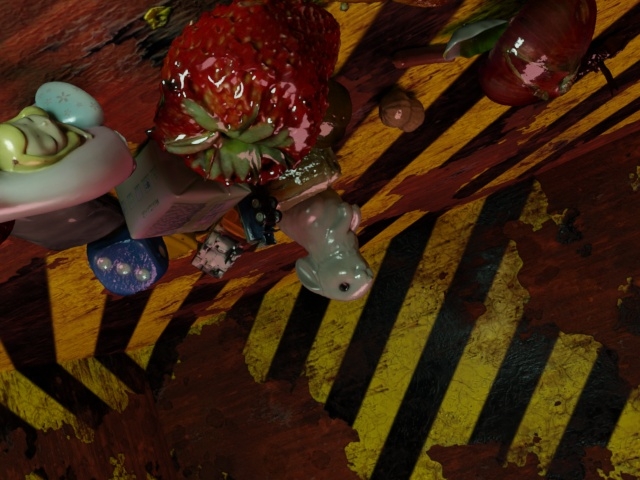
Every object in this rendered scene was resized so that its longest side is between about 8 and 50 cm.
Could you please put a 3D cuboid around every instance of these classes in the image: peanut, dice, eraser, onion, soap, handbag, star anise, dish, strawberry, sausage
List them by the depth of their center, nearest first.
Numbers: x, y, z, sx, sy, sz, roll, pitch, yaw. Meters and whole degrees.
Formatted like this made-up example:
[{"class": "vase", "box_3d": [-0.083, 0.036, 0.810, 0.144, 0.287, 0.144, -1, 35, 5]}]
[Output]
[{"class": "strawberry", "box_3d": [-0.102, -0.219, 0.894, 0.260, 0.258, 0.261, 4, 152, 2]}, {"class": "onion", "box_3d": [0.399, -0.349, 1.151, 0.248, 0.161, 0.248, -54, -176, 6]}, {"class": "dish", "box_3d": [0.280, -0.380, 1.174, 0.137, 0.039, 0.091, -21, 166, -16]}, {"class": "sausage", "box_3d": [0.197, -0.349, 1.198, 0.147, 0.030, 0.035, -15, 164, -29]}, {"class": "soap", "box_3d": [-0.273, -0.104, 1.235, 0.182, 0.139, 0.199, -11, 165, -44]}, {"class": "handbag", "box_3d": [-0.517, -0.049, 1.256, 0.191, 0.075, 0.332, -25, 165, 2]}, {"class": "peanut", "box_3d": [0.180, -0.279, 1.383, 0.082, 0.082, 0.187, -27, 168, 29]}, {"class": "dice", "box_3d": [-0.439, 0.031, 1.454, 0.146, 0.146, 0.143, -23, -152, 5]}, {"class": "star anise", "box_3d": [0.682, -0.408, 1.514, 0.140, 0.144, 0.158, -24, 171, -29]}, {"class": "eraser", "box_3d": [-0.422, 0.002, 1.645, 0.157, 0.069, 0.226, -19, 169, 3]}]

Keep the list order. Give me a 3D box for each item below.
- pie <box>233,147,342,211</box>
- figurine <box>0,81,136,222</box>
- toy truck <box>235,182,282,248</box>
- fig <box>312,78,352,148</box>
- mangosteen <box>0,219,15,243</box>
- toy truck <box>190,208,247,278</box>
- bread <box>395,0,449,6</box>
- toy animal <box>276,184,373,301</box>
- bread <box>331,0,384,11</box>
[{"class": "pie", "box_3d": [-0.079, -0.141, 1.452, 0.282, 0.129, 0.068, -27, 179, 19]}, {"class": "figurine", "box_3d": [-0.440, -0.109, 0.774, 0.206, 0.284, 0.316, -40, -175, 32]}, {"class": "toy truck", "box_3d": [-0.149, -0.081, 1.405, 0.088, 0.202, 0.074, -23, 172, 30]}, {"class": "fig", "box_3d": [-0.031, -0.223, 1.158, 0.184, 0.127, 0.133, -21, -177, -19]}, {"class": "mangosteen", "box_3d": [-0.560, -0.050, 0.973, 0.166, 0.166, 0.180, -16, -166, -21]}, {"class": "toy truck", "box_3d": [-0.267, 0.004, 1.736, 0.270, 0.114, 0.135, -42, -160, 56]}, {"class": "bread", "box_3d": [0.183, -0.403, 0.813, 0.139, 0.077, 0.271, -10, 167, -32]}, {"class": "toy animal", "box_3d": [0.000, 0.000, 1.662, 0.257, 0.358, 0.194, -23, 171, 18]}, {"class": "bread", "box_3d": [0.063, -0.343, 0.617, 0.339, 0.179, 0.194, -22, 169, 8]}]
